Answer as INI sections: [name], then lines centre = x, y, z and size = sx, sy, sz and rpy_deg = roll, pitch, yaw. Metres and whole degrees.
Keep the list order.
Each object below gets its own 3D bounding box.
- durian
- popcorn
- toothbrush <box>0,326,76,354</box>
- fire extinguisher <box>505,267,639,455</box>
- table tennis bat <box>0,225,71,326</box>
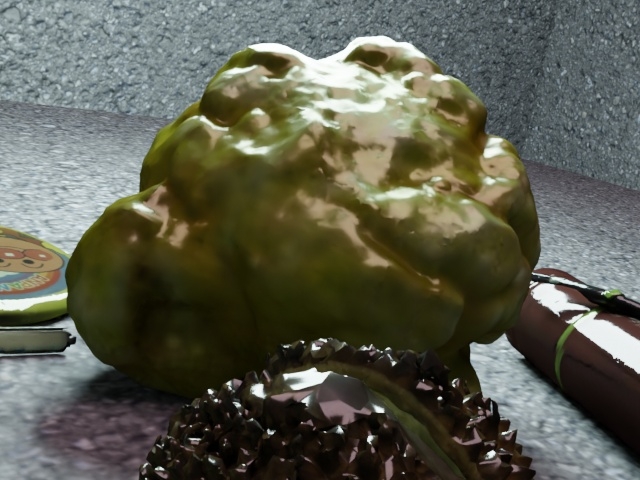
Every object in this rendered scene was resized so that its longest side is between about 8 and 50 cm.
[durian]
centre = 0.020, 0.132, 0.367
size = 0.196, 0.167, 0.196
rpy_deg = 13, 38, -10
[popcorn]
centre = -0.001, -0.013, 0.673
size = 0.334, 0.293, 0.292
rpy_deg = -2, 7, 17
[toothbrush]
centre = -0.314, 0.070, 0.588
size = 0.294, 0.026, 0.028
rpy_deg = 3, 0, -30
[fire extinguisher]
centre = 0.258, 0.105, 0.708
size = 0.141, 0.105, 0.341
rpy_deg = 41, 2, -20
[table tennis bat]
centre = -0.368, -0.003, 0.808
size = 0.369, 0.054, 0.224
rpy_deg = 26, 18, 38
